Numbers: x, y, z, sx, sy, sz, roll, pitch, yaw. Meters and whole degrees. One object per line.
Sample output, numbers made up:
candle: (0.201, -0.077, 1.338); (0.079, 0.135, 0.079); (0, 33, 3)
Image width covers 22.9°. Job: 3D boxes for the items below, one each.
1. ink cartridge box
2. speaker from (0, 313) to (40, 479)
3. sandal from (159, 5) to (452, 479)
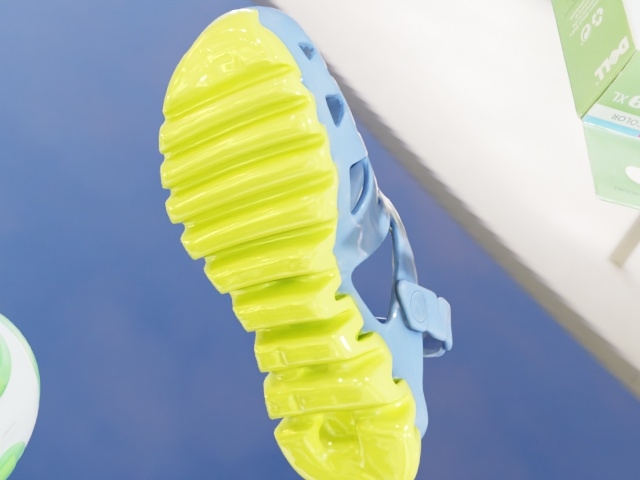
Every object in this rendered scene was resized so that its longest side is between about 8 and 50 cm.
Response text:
ink cartridge box: (0.195, -0.108, 0.880); (0.109, 0.062, 0.209); (14, -132, -21)
speaker: (-0.248, 0.124, 0.854); (0.131, 0.131, 0.296); (31, -163, -1)
sandal: (0.000, 0.000, 0.993); (0.126, 0.317, 0.138); (-3, -154, 32)
